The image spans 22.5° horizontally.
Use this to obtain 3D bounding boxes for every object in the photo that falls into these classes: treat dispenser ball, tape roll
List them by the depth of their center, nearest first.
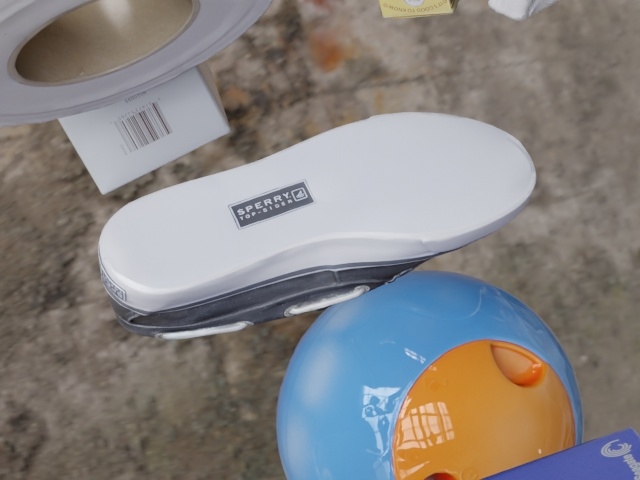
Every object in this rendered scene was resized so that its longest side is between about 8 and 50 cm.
[{"bbox_3d":[-0.176,-0.190,1.187,0.286,0.286,0.100,-15,76,-34],"label":"tape roll"},{"bbox_3d":[0.102,0.171,1.509,0.288,0.288,0.288,8,75,-31],"label":"treat dispenser ball"}]

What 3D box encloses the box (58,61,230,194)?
[{"bbox_3d":[-0.166,-0.135,1.463,0.130,0.170,0.091,-27,116,2],"label":"box"}]

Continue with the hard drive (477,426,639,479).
[{"bbox_3d":[0.103,0.236,1.135,0.319,0.210,0.040,-19,107,0],"label":"hard drive"}]

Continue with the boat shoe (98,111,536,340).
[{"bbox_3d":[0.000,0.000,1.104,0.301,0.102,0.108,-18,59,-11],"label":"boat shoe"}]

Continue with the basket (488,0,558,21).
[{"bbox_3d":[0.124,-0.207,0.831,0.103,0.113,0.167,38,49,24],"label":"basket"}]

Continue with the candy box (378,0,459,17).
[{"bbox_3d":[0.055,-0.242,0.977,0.109,0.053,0.186,-60,141,-48],"label":"candy box"}]
